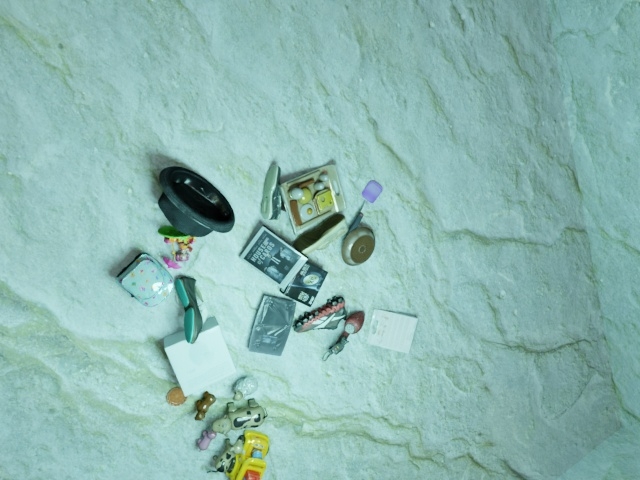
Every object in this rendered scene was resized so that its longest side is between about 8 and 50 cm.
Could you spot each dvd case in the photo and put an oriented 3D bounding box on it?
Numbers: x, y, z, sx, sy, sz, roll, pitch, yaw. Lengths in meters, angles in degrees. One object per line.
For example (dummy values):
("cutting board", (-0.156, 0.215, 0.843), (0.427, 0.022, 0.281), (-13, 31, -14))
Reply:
("dvd case", (-0.199, 0.073, 1.804), (0.238, 0.030, 0.179), (36, 103, -8))

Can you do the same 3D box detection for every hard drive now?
("hard drive", (-0.217, 0.376, 1.884), (0.171, 0.054, 0.255), (16, 91, -23))

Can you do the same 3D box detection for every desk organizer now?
("desk organizer", (-0.134, -0.189, 1.839), (0.047, 0.050, 0.131), (15, 85, -37))

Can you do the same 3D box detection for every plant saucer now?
("plant saucer", (0.187, 0.035, 1.976), (0.198, 0.036, 0.199), (-15, 119, -29))
("plant saucer", (-0.605, 0.658, 1.790), (0.083, 0.013, 0.084), (-3, 98, -22))

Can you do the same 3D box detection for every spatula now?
("spatula", (0.198, -0.145, 1.978), (0.084, 0.030, 0.297), (36, 71, -23))

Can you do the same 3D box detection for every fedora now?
("fedora", (-0.496, -0.122, 1.624), (0.334, 0.334, 0.152), (38, 113, -22))

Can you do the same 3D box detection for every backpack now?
("backpack", (-0.662, 0.160, 1.630), (0.166, 0.144, 0.188), (-48, 114, -15))

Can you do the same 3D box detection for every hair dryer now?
("hair dryer", (0.113, 0.429, 1.983), (0.080, 0.224, 0.293), (46, 63, 6))

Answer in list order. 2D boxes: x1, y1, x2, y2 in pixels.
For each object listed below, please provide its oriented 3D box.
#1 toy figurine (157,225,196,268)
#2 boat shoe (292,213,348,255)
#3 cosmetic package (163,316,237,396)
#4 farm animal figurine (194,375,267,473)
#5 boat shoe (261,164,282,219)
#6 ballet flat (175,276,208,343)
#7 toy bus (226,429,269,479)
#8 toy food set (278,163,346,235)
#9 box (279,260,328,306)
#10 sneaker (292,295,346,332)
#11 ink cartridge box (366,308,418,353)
("toy figurine", (-0.562, 0.036, 1.687), (0.173, 0.130, 0.160), (-9, 116, -45))
("boat shoe", (0.000, 0.000, 1.894), (0.302, 0.109, 0.098), (-37, 128, -18))
("cosmetic package", (-0.493, 0.471, 1.741), (0.223, 0.138, 0.225), (-21, 103, -18))
("farm animal figurine", (-0.374, 0.789, 1.798), (0.326, 0.172, 0.331), (-21, 99, -19))
("boat shoe", (-0.196, -0.203, 1.807), (0.079, 0.084, 0.234), (4, 95, -40))
("ballet flat", (-0.499, 0.268, 1.680), (0.096, 0.095, 0.281), (3, 60, -41))
("toy bus", (-0.303, 0.982, 1.851), (0.149, 0.211, 0.221), (27, 86, -21))
("toy food set", (-0.026, -0.179, 1.831), (0.305, 0.092, 0.220), (-28, 110, -32))
("box", (-0.075, 0.185, 1.902), (0.147, 0.077, 0.180), (29, 86, -23))
("sneaker", (0.008, 0.370, 1.949), (0.275, 0.097, 0.135), (-25, 104, -18))
("ink cartridge box", (0.358, 0.451, 2.140), (0.232, 0.066, 0.189), (14, 92, -2))
